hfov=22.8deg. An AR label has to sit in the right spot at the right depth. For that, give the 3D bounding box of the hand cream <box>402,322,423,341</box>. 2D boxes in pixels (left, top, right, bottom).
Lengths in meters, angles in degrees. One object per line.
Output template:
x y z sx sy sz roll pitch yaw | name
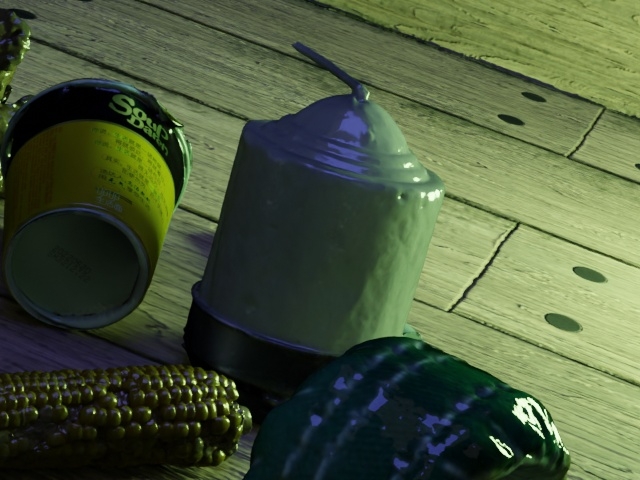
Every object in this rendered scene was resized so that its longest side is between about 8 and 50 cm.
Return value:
0.002 0.047 1.820 0.085 0.058 0.331 -3 29 -36 | hand cream

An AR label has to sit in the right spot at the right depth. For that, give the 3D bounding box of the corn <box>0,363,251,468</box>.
-0.205 0.155 1.371 0.320 0.097 0.097 1 26 -29 | corn

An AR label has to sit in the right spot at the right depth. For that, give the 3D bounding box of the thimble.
0.065 0.205 1.215 0.167 0.254 0.288 29 23 28 | thimble

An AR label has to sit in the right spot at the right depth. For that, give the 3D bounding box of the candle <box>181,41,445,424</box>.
0.000 0.000 1.568 0.221 0.342 0.221 15 16 -4 | candle

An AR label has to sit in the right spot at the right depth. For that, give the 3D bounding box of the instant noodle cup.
-0.242 -0.029 1.667 0.216 0.215 0.236 12 30 -11 | instant noodle cup

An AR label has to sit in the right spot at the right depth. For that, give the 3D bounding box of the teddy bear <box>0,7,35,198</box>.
-0.421 -0.174 1.798 0.267 0.256 0.156 19 26 8 | teddy bear
